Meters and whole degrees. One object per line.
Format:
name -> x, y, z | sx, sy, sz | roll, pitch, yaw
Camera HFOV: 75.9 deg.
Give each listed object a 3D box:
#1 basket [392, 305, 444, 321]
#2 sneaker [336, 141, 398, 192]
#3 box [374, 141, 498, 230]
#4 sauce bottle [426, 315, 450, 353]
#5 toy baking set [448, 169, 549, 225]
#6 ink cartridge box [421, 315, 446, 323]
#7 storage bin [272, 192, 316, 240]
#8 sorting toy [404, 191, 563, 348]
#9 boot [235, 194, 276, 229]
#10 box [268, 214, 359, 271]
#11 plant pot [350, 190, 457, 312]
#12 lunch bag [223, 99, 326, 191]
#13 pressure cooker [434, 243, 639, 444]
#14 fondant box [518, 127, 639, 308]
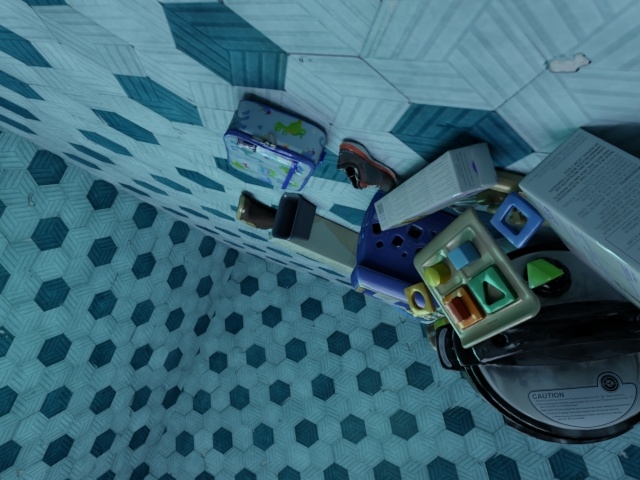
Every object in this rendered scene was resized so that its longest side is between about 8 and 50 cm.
basket -> 0.287, 0.143, 1.313 | 0.255, 0.200, 0.289 | 29, 159, -19
sneaker -> 0.081, -0.118, 0.760 | 0.158, 0.064, 0.061 | 29, 167, -37
box -> 0.178, -0.077, 0.709 | 0.063, 0.067, 0.324 | -15, 174, -12
sauce bottle -> 0.490, 0.236, 1.229 | 0.345, 0.111, 0.111 | -31, 141, 25
toy baking set -> 0.297, -0.067, 0.695 | 0.257, 0.030, 0.196 | 19, 169, 13
ink cartridge box -> 0.535, 0.255, 1.482 | 0.227, 0.131, 0.306 | 7, 172, -15
storage bin -> -0.075, -0.061, 1.203 | 0.098, 0.135, 0.091 | 11, 175, 44
sorting toy -> 0.240, 0.070, 0.693 | 0.047, 0.195, 0.347 | -12, 155, -29
boot -> -0.187, -0.091, 1.458 | 0.207, 0.090, 0.248 | 9, 169, -4
box -> 0.000, 0.000, 1.368 | 0.312, 0.121, 0.148 | 24, 169, -16
plant pot -> 0.193, 0.044, 0.970 | 0.236, 0.211, 0.236 | 19, 169, 4
lunch bag -> -0.087, -0.168, 0.777 | 0.176, 0.090, 0.219 | 20, 171, -10
pressure cooker -> 0.458, 0.202, 0.843 | 0.376, 0.369, 0.420 | 38, 176, 23
fondant box -> 0.398, 0.044, 0.438 | 0.238, 0.096, 0.330 | 29, -158, -40
